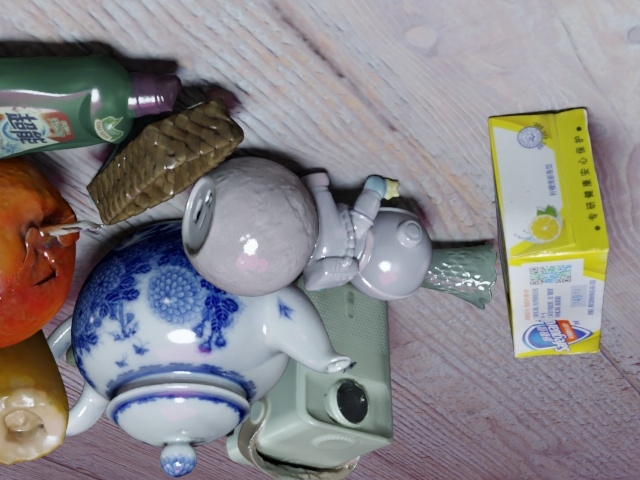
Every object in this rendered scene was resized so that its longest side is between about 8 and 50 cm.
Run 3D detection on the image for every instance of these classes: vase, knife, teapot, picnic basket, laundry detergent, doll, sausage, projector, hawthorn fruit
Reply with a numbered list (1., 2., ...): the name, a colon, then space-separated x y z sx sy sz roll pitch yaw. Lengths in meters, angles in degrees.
1. vase: 0.125 0.032 1.417 0.148 0.081 0.081 8 151 -9
2. knife: -0.199 -0.089 1.229 0.028 0.015 0.210 17 147 -19
3. teapot: -0.158 0.131 1.367 0.423 0.280 0.252 -14 149 22
4. picnic basket: -0.153 -0.075 1.159 0.110 0.055 0.193 -26 179 -33
5. laundry detergent: -0.235 -0.122 1.102 0.221 0.078 0.144 -4 158 -1
6. doll: 0.000 0.000 1.281 0.287 0.151 0.151 11 150 -29
7. sausage: -0.376 0.119 1.365 0.134 0.354 0.116 -10 119 -23
8. projector: -0.014 0.182 1.515 0.163 0.243 0.177 20 147 -32
9. hawthorn fruit: -0.330 0.007 1.192 0.299 0.211 0.211 -13 151 35

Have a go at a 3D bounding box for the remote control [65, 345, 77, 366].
1. remote control: -0.238 0.175 1.708 0.233 0.038 0.098 22 144 -36

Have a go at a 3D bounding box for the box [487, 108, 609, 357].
1. box: 0.237 0.001 1.267 0.097 0.168 0.265 -7 154 7
